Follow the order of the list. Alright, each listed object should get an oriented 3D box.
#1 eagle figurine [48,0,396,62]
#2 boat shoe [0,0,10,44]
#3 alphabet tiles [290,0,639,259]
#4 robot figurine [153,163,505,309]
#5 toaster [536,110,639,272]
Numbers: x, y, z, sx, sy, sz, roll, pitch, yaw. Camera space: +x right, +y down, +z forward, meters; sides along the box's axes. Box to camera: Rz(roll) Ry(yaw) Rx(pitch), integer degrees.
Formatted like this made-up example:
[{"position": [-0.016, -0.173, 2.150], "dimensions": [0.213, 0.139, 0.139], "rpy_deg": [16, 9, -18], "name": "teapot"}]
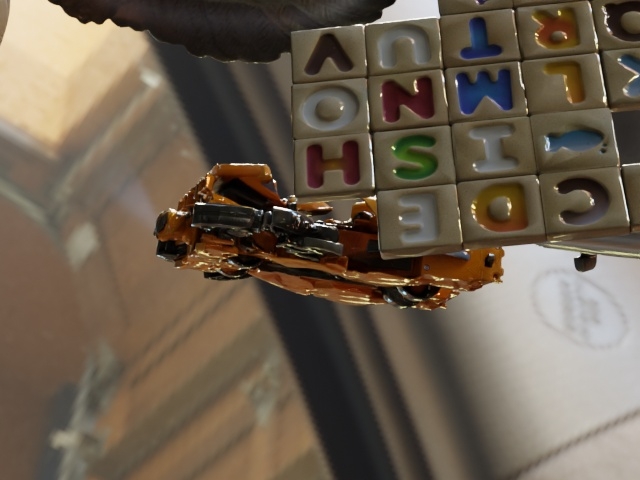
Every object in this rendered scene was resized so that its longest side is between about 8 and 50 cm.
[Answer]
[{"position": [-0.090, -0.220, 1.080], "dimensions": [0.226, 0.225, 0.298], "rpy_deg": [-48, 162, 31], "name": "eagle figurine"}, {"position": [-0.293, -0.070, 1.235], "dimensions": [0.092, 0.103, 0.285], "rpy_deg": [-29, 150, -57], "name": "boat shoe"}, {"position": [0.103, -0.075, 0.916], "dimensions": [0.009, 0.237, 0.198], "rpy_deg": [80, 6, -49], "name": "alphabet tiles"}, {"position": [0.000, 0.000, 1.582], "dimensions": [0.211, 0.291, 0.085], "rpy_deg": [147, -48, -68], "name": "robot figurine"}, {"position": [0.222, -0.089, 1.385], "dimensions": [0.146, 0.129, 0.227], "rpy_deg": [-2, -84, 36], "name": "toaster"}]
